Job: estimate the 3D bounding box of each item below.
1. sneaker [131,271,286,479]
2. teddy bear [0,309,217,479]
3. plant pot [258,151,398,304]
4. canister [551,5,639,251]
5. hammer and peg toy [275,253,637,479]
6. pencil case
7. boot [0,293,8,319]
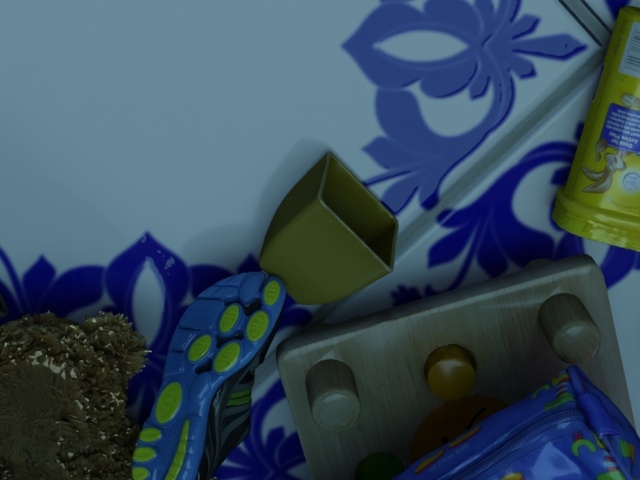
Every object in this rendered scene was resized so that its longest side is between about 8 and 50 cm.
[{"bbox_3d":[-0.081,0.109,1.140,0.067,0.078,0.188,23,88,19],"label":"sneaker"},{"bbox_3d":[-0.202,0.203,1.196,0.245,0.113,0.338,-23,115,5],"label":"teddy bear"},{"bbox_3d":[0.000,0.000,1.155,0.083,0.081,0.081,-37,109,24],"label":"plant pot"},{"bbox_3d":[0.258,-0.080,1.152,0.126,0.073,0.169,13,106,-9],"label":"canister"},{"bbox_3d":[0.136,0.201,1.210,0.266,0.127,0.361,-17,113,1],"label":"hammer and peg toy"},{"bbox_3d":[0.084,0.205,1.067,0.306,0.119,0.133,-30,147,5],"label":"pencil case"},{"bbox_3d":[-0.328,0.101,1.168,0.208,0.076,0.189,-32,111,-1],"label":"boot"}]
